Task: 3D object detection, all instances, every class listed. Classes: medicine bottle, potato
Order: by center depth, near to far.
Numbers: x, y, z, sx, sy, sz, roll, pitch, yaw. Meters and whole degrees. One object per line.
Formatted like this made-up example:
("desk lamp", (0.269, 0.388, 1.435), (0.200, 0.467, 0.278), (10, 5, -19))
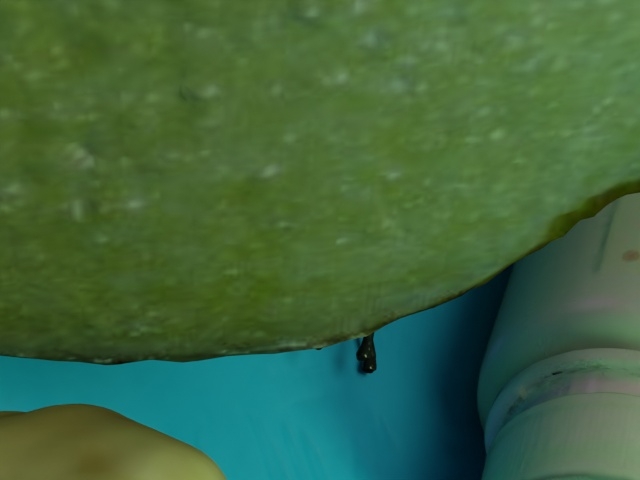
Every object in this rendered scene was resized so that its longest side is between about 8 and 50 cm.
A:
("potato", (-0.052, -0.180, 0.527), (0.442, 0.385, 0.319), (2, 55, -8))
("medicine bottle", (0.174, 0.060, 0.823), (0.170, 0.170, 0.293), (47, 40, -19))

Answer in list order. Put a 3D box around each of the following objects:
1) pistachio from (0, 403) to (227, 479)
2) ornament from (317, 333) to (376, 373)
("pistachio", (-0.091, 0.198, 0.426), (0.214, 0.193, 0.318), (30, 51, -28))
("ornament", (0.000, 0.000, 0.778), (0.073, 0.028, 0.125), (14, 60, -43))
